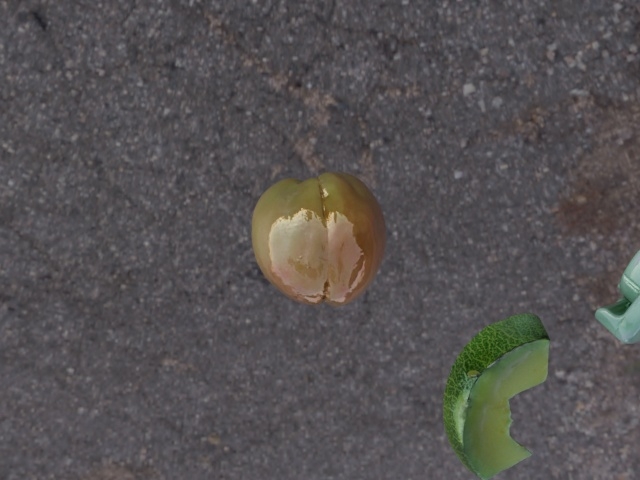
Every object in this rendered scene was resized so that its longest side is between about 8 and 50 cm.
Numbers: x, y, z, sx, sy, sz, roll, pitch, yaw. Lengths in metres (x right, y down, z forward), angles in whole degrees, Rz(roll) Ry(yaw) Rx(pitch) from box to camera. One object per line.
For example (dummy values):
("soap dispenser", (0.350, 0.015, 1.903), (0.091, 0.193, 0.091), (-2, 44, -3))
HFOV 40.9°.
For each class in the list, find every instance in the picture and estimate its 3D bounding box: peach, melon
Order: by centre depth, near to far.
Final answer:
("melon", (0.219, 0.199, 1.072), (0.117, 0.064, 0.210), (-1, 106, -10))
("peach", (0.000, 0.000, 1.129), (0.184, 0.184, 0.184), (-1, 138, 0))

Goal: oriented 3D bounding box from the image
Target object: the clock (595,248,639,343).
("clock", (0.417, 0.033, 1.010), (0.148, 0.060, 0.189), (-6, 132, -45))
